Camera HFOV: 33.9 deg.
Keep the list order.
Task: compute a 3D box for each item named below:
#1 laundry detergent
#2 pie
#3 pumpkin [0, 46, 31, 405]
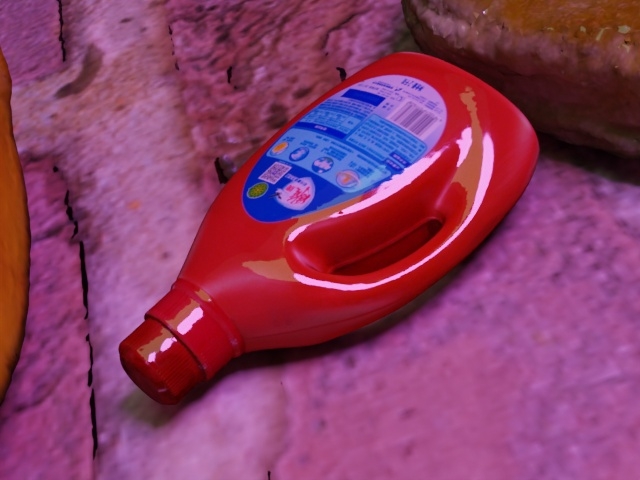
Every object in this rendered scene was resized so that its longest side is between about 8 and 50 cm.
[{"bbox_3d":[0.000,0.000,0.382,0.097,0.049,0.165,29,62,38],"label":"laundry detergent"},{"bbox_3d":[0.169,-0.132,0.435,0.276,0.079,0.277,-13,42,12],"label":"pie"},{"bbox_3d":[-0.235,-0.016,0.339,0.225,0.256,0.303,-13,64,2],"label":"pumpkin"}]
